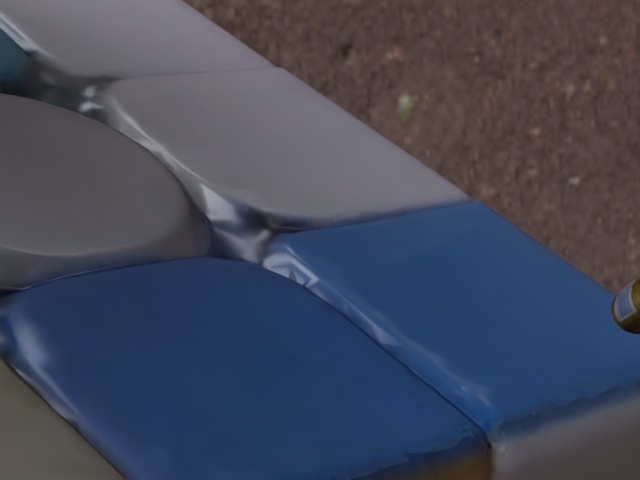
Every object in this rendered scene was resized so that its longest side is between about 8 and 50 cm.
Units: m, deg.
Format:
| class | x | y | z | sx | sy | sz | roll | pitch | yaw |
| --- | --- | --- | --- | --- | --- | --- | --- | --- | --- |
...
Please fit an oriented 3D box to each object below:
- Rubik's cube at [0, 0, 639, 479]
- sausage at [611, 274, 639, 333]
| class | x | y | z | sx | sy | sz | roll | pitch | yaw |
| --- | --- | --- | --- | --- | --- | --- | --- | --- | --- |
| Rubik's cube | -0.140 | 0.119 | 0.576 | 0.346 | 0.344 | 0.347 | -11 | 36 | -43 |
| sausage | 0.090 | 0.011 | 0.413 | 0.015 | 0.100 | 0.015 | 1 | 77 | -5 |
